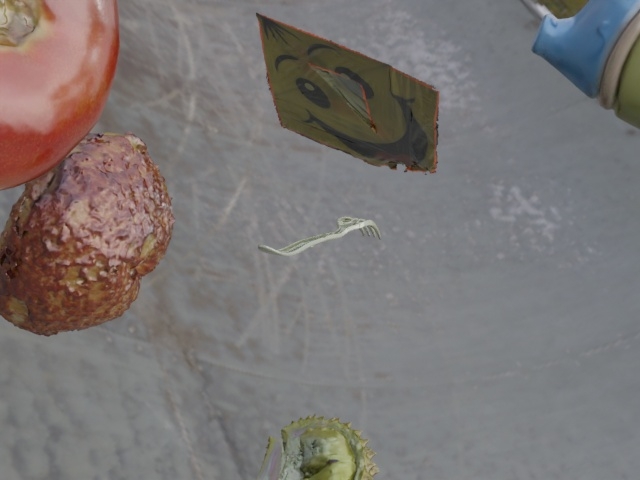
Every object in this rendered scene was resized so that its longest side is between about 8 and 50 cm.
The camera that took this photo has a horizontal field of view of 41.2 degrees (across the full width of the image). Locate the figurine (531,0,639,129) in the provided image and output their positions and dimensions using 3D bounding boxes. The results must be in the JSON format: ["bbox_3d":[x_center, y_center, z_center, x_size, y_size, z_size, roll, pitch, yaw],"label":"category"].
[{"bbox_3d":[0.281,-0.133,0.534,0.262,0.180,0.154,23,0,6],"label":"figurine"}]

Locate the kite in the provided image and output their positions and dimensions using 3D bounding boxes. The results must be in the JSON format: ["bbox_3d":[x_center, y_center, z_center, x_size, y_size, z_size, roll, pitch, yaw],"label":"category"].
[{"bbox_3d":[0.025,-0.194,1.164,0.327,0.013,0.377,41,-20,-29],"label":"kite"}]

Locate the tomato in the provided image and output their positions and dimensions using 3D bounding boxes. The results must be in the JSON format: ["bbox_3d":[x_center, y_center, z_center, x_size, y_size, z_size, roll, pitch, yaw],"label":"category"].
[{"bbox_3d":[-0.212,-0.123,0.499,0.136,0.195,0.195,3,-26,47],"label":"tomato"}]

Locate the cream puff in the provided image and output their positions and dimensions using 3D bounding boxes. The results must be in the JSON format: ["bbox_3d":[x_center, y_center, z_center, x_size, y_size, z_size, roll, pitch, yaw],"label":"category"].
[{"bbox_3d":[-0.247,-0.006,0.916,0.163,0.240,0.240,17,22,-4],"label":"cream puff"}]

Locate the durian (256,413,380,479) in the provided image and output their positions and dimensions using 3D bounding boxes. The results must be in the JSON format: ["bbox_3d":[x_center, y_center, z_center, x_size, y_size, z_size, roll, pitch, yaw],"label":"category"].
[{"bbox_3d":[-0.007,0.275,0.845,0.102,0.146,0.208,52,47,-28],"label":"durian"}]

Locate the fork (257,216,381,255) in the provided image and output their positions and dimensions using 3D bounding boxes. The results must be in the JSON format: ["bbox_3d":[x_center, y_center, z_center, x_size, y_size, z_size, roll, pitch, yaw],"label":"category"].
[{"bbox_3d":[0.001,-0.006,0.879,0.034,0.028,0.219,17,14,30],"label":"fork"}]
